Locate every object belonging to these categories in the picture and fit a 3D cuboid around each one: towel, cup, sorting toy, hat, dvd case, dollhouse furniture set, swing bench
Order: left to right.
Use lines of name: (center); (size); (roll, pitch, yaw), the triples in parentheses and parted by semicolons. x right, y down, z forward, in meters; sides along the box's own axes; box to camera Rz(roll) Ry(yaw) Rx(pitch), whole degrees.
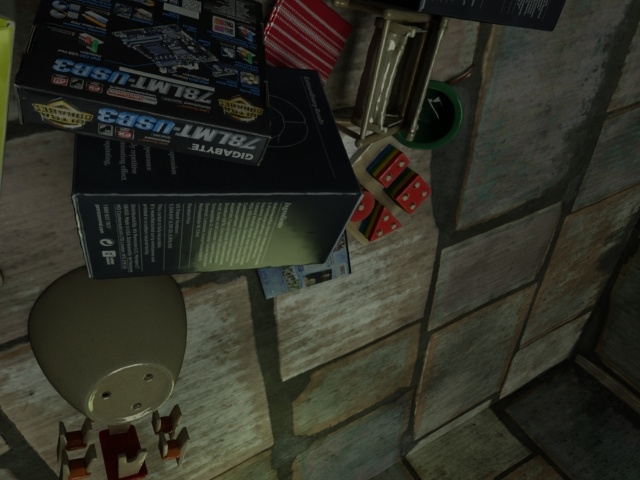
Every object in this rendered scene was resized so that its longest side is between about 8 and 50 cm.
dollhouse furniture set: (-0.481, 0.461, 1.086); (0.261, 0.259, 0.135); (4, 117, -36)
cup: (-0.427, 0.241, 0.975); (0.330, 0.237, 0.331); (-18, 130, -23)
towel: (-0.057, -0.348, 0.909); (0.198, 0.031, 0.275); (12, 111, -50)
dvd case: (-0.045, 0.056, 1.214); (0.252, 0.022, 0.181); (-16, 131, -7)
sorting toy: (0.157, -0.118, 1.215); (0.255, 0.089, 0.257); (-47, 136, 5)
swing bench: (0.141, -0.349, 0.956); (0.254, 0.165, 0.254); (-15, 130, -37)
hat: (0.289, -0.346, 1.181); (0.208, 0.184, 0.173); (1, 120, 17)

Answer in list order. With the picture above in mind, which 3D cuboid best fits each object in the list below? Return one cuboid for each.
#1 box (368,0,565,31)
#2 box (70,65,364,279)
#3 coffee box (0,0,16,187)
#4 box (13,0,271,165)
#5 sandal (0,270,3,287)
box: (0.201, -0.492, 0.785); (0.312, 0.343, 0.179); (-9, 125, -29)
box: (-0.176, -0.124, 0.758); (0.394, 0.294, 0.212); (-3, 147, -21)
coffee box: (-0.557, -0.161, 0.512); (0.337, 0.334, 0.338); (4, 119, -37)
box: (-0.221, -0.257, 0.633); (0.295, 0.294, 0.073); (5, 149, -22)
sandal: (-0.640, 0.037, 0.806); (0.072, 0.049, 0.180); (-26, 133, -16)
